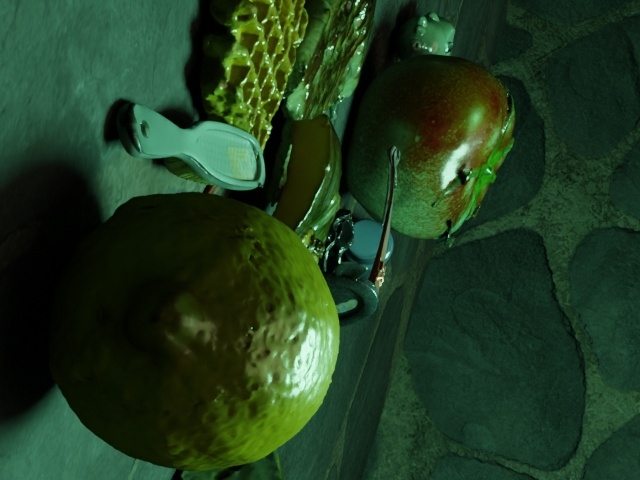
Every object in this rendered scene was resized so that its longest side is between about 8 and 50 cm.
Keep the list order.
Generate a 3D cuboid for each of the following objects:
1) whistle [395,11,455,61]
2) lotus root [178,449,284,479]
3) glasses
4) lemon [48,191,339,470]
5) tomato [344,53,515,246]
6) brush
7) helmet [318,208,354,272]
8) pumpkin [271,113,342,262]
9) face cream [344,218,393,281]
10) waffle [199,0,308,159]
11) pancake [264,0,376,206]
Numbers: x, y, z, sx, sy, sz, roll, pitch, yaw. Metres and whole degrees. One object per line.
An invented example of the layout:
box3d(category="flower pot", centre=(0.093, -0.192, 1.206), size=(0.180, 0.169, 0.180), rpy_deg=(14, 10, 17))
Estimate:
box3d(category="whistle", centre=(0.185, -0.349, 2.594), size=(0.244, 0.092, 0.110), rpy_deg=(-35, 137, -71))
box3d(category="lotus root", centre=(-0.131, 0.415, 1.894), size=(0.260, 0.149, 0.267), rpy_deg=(93, 19, -45))
box3d(category="glasses", centre=(-0.034, -0.032, 1.593), size=(0.118, 0.234, 0.268), rpy_deg=(71, 25, -49))
box3d(category="lemon", centre=(-0.109, 0.079, 1.275), size=(0.320, 0.245, 0.245), rpy_deg=(44, 62, -77))
box3d(category="tomato", centre=(0.171, -0.156, 2.402), size=(0.303, 0.239, 0.303), rpy_deg=(-56, 164, -25))
box3d(category="brush", centre=(-0.138, -0.087, 1.436), size=(0.297, 0.060, 0.068), rpy_deg=(13, 67, -68))
box3d(category="helmet", centre=(0.002, 0.003, 2.196), size=(0.123, 0.070, 0.098), rpy_deg=(-62, 158, -27))
box3d(category="pumpkin", centre=(-0.052, 0.015, 1.794), size=(0.258, 0.095, 0.290), rpy_deg=(88, 27, -60))
box3d(category="face cream", centre=(0.089, 0.018, 2.641), size=(0.385, 0.086, 0.135), rpy_deg=(57, 52, -82))
box3d(category="waffle", centre=(-0.070, -0.225, 1.558), size=(0.219, 0.057, 0.229), rpy_deg=(72, 33, -70))
box3d(category="pancake", centre=(0.002, -0.240, 1.947), size=(0.427, 0.067, 0.305), rpy_deg=(-61, 169, -56))
